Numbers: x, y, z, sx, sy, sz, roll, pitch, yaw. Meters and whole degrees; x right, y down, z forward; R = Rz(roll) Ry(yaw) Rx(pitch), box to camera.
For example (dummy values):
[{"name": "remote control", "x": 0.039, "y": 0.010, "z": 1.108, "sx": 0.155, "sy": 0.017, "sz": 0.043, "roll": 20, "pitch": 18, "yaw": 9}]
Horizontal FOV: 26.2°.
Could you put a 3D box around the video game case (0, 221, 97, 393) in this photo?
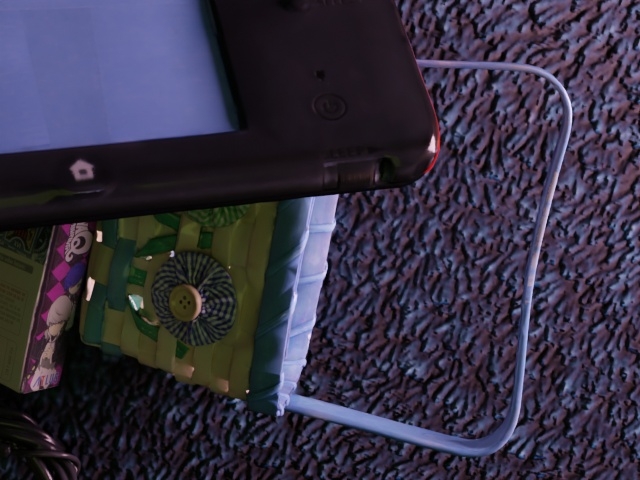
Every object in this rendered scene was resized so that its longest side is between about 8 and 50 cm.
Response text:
[{"name": "video game case", "x": -0.236, "y": -0.044, "z": 0.856, "sx": 0.232, "sy": 0.042, "sz": 0.210, "roll": 20, "pitch": 102, "yaw": 27}]

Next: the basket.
[{"name": "basket", "x": 0.000, "y": 0.000, "z": 0.880, "sx": 0.289, "sy": 0.201, "sz": 0.254, "roll": 7, "pitch": 101, "yaw": 1}]

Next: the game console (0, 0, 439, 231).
[{"name": "game console", "x": -0.156, "y": -0.153, "z": 0.764, "sx": 0.387, "sy": 0.342, "sz": 0.060, "roll": -7, "pitch": 144, "yaw": -15}]

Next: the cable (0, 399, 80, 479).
[{"name": "cable", "x": -0.262, "y": 0.173, "z": 0.972, "sx": 0.184, "sy": 0.047, "sz": 0.150, "roll": -18, "pitch": 100, "yaw": -1}]
